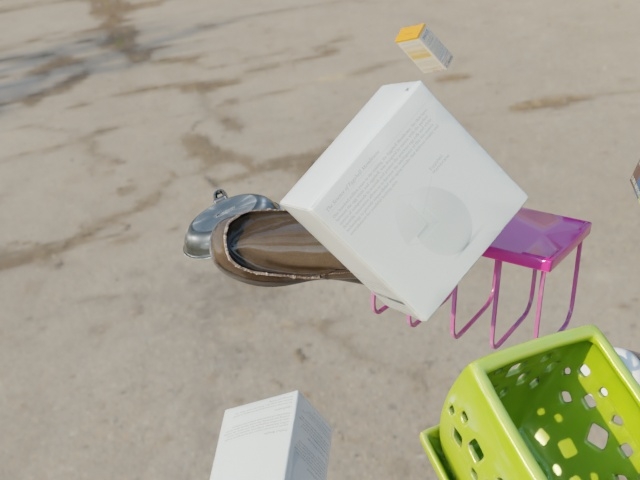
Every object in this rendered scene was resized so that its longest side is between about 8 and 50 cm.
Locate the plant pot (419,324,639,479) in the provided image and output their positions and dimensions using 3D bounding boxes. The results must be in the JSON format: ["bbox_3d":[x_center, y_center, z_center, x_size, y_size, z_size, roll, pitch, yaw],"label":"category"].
[{"bbox_3d":[0.268,0.264,1.225,0.227,0.207,0.228,-11,61,-33],"label":"plant pot"}]

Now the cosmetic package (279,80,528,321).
[{"bbox_3d":[0.110,-0.055,1.344,0.224,0.224,0.138,-49,20,-9],"label":"cosmetic package"}]

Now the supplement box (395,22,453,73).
[{"bbox_3d":[0.197,-0.364,1.908,0.062,0.098,0.036,1,57,50],"label":"supplement box"}]

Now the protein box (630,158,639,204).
[{"bbox_3d":[0.574,-0.118,1.401,0.199,0.201,0.136,19,24,0],"label":"protein box"}]

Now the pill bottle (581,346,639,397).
[{"bbox_3d":[0.538,0.247,1.782,0.108,0.108,0.193,10,-4,43],"label":"pill bottle"}]

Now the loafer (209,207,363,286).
[{"bbox_3d":[0.000,0.000,1.667,0.365,0.134,0.130,1,-16,-15],"label":"loafer"}]

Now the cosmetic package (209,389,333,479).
[{"bbox_3d":[-0.109,0.498,1.977,0.196,0.155,0.366,-18,40,26],"label":"cosmetic package"}]

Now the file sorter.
[{"bbox_3d":[0.247,0.050,1.590,0.290,0.182,0.202,14,24,27],"label":"file sorter"}]

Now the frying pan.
[{"bbox_3d":[-0.157,-0.062,1.894,0.197,0.053,0.326,-15,26,17],"label":"frying pan"}]
